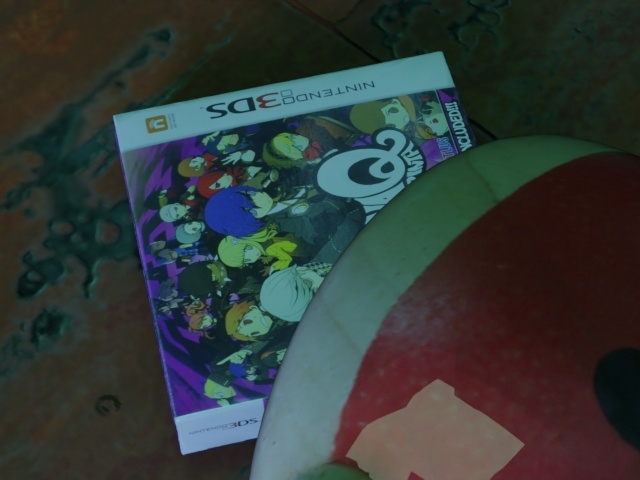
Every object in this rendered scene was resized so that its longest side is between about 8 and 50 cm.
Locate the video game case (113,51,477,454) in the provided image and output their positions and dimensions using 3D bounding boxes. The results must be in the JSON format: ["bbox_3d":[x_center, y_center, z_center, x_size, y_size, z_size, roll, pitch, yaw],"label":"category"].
[{"bbox_3d":[0.000,0.000,1.080,0.210,0.042,0.232,-11,52,-5],"label":"video game case"}]

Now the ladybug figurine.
[{"bbox_3d":[0.129,0.108,0.802,0.162,0.449,0.305,4,94,31],"label":"ladybug figurine"}]
